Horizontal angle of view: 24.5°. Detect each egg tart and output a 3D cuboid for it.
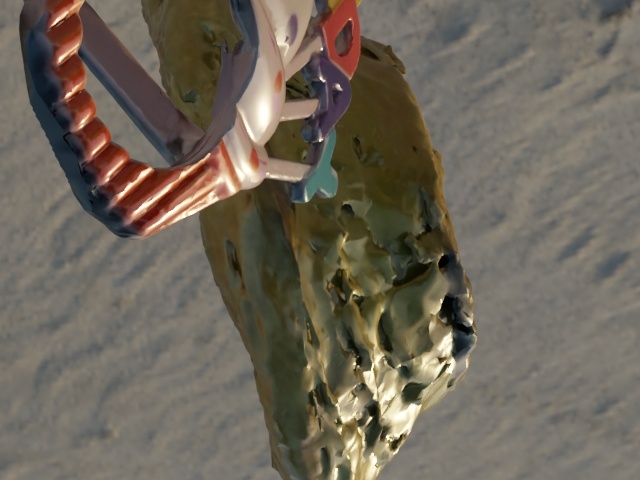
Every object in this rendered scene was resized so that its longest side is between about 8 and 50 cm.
[{"bbox_3d":[-0.001,-0.003,0.795,0.129,0.341,0.341,-16,149,-6],"label":"egg tart"}]

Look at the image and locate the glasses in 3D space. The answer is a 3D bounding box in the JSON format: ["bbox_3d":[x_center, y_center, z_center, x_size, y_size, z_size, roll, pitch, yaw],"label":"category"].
[{"bbox_3d":[-0.062,-0.106,0.386,0.095,0.162,0.255,6,129,38],"label":"glasses"}]
